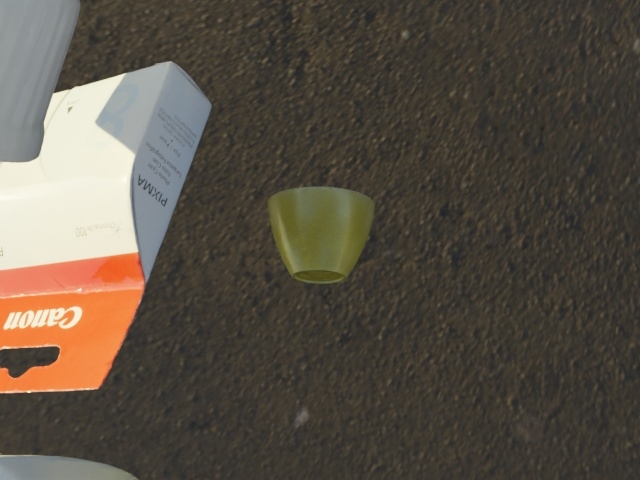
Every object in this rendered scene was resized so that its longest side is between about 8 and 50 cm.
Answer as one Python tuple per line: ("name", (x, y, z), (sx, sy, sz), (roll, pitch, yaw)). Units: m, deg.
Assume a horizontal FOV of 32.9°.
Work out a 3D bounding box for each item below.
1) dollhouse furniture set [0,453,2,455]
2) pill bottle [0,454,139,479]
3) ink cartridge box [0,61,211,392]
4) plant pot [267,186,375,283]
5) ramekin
("dollhouse furniture set", (-0.345, 0.269, 0.656), (0.303, 0.286, 0.198), (-33, 102, 30))
("pill bottle", (-0.132, 0.240, 0.437), (0.162, 0.162, 0.278), (-21, 60, 26))
("ink cartridge box", (-0.316, -0.013, 1.262), (0.308, 0.385, 0.091), (-7, 143, 36))
("plant pot", (0.000, 0.000, 1.342), (0.134, 0.134, 0.095), (-5, 72, 22))
("ramekin", (-0.316, -0.175, 0.803), (0.277, 0.277, 0.135), (27, 97, 7))
